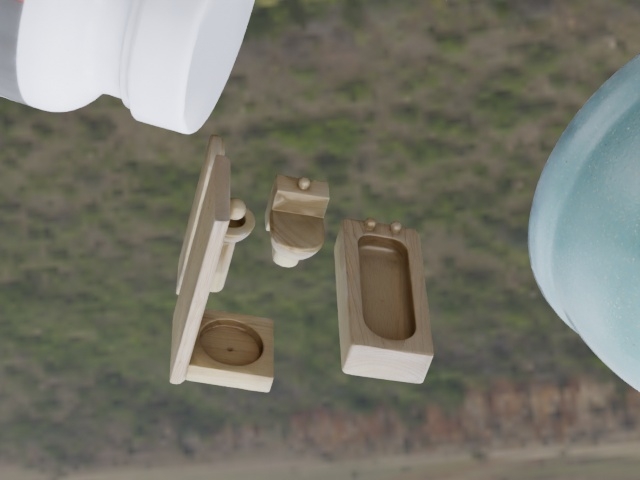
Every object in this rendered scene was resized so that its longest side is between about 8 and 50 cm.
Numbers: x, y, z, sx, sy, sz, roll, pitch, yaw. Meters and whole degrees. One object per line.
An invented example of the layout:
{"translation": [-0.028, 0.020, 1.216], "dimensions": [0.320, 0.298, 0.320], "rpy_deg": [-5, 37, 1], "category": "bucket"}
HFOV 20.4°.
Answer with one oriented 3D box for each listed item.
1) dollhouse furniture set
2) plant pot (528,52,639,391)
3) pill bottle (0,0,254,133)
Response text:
{"translation": [0.000, 0.000, 1.031], "dimensions": [0.151, 0.144, 0.123], "rpy_deg": [9, 130, -10], "category": "dollhouse furniture set"}
{"translation": [0.309, 0.016, 1.172], "dimensions": [0.293, 0.196, 0.293], "rpy_deg": [-11, 130, -14], "category": "plant pot"}
{"translation": [-0.237, -0.217, 1.306], "dimensions": [0.362, 0.210, 0.210], "rpy_deg": [19, 173, 7], "category": "pill bottle"}
